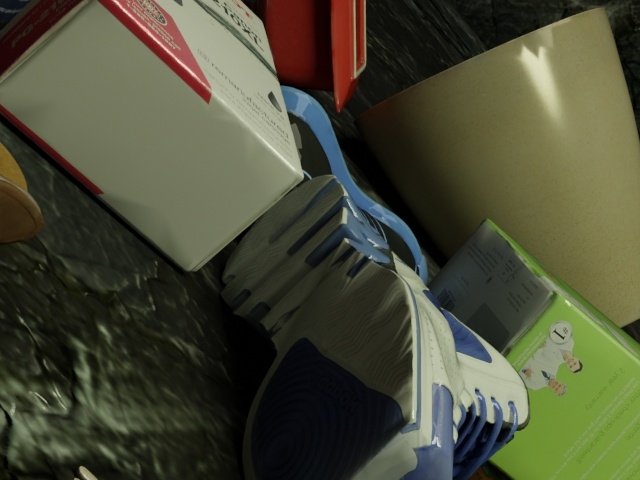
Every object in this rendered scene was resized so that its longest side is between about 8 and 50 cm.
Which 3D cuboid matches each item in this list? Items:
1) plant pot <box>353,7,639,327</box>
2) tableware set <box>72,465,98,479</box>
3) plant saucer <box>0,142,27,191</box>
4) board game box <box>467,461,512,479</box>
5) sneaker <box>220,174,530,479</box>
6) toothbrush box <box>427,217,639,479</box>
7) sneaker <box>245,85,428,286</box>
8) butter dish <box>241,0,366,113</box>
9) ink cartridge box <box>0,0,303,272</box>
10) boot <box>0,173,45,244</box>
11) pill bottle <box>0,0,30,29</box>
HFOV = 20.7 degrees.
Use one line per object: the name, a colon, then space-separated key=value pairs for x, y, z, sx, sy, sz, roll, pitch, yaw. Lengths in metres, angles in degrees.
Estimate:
plant pot: x=0.201 y=-0.038 z=1.632 sx=0.274 sy=0.256 sz=0.256 roll=67 pitch=15 yaw=2
tableware set: x=-0.051 y=0.158 z=0.734 sx=0.154 sy=0.024 sz=0.104 roll=46 pitch=15 yaw=-13
plant saucer: x=-0.175 y=-0.040 z=0.887 sx=0.083 sy=0.015 sz=0.083 roll=45 pitch=14 yaw=-15
board game box: x=0.180 y=0.231 z=1.226 sx=0.259 sy=0.039 sz=0.124 roll=28 pitch=24 yaw=-49
sneaker: x=0.053 y=0.092 z=1.006 sx=0.182 sy=0.127 sz=0.315 roll=41 pitch=15 yaw=-23
toothbrush box: x=0.205 y=0.134 z=1.252 sx=0.283 sy=0.122 sz=0.206 roll=37 pitch=7 yaw=-17
sneaker: x=0.000 y=0.000 z=1.212 sx=0.232 sy=0.081 sz=0.090 roll=53 pitch=44 yaw=-40
butter dish: x=-0.021 y=-0.201 z=1.588 sx=0.160 sy=0.118 sz=0.160 roll=-63 pitch=153 yaw=-77
ink cartridge box: x=-0.114 y=-0.116 z=1.093 sx=0.172 sy=0.100 sz=0.237 roll=43 pitch=16 yaw=-27
boot: x=-0.186 y=-0.045 z=0.818 sx=0.087 sy=0.042 sz=0.118 roll=54 pitch=14 yaw=28
pill bottle: x=-0.167 y=-0.174 z=0.841 sx=0.123 sy=0.219 sz=0.123 roll=45 pitch=14 yaw=-15
